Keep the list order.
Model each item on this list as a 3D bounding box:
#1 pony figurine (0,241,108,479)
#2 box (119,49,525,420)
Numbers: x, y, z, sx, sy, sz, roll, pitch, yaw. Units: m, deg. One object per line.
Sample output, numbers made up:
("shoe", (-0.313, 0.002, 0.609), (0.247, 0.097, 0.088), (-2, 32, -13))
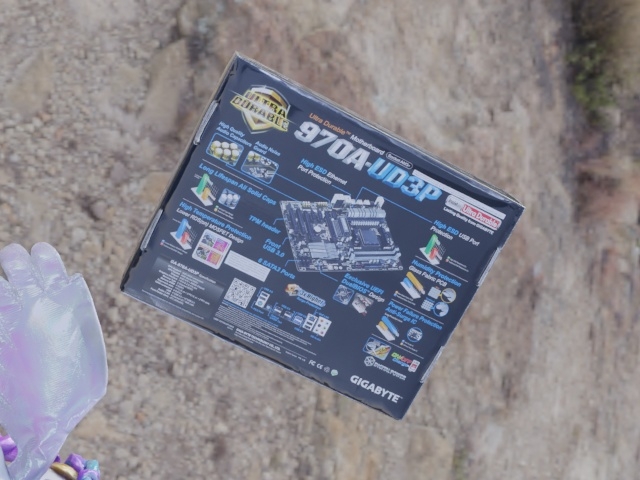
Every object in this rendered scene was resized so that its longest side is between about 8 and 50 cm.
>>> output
("pony figurine", (-0.333, 0.220, 0.960), (0.363, 0.302, 0.351), (-77, 145, -76))
("box", (0.000, 0.000, 0.690), (0.175, 0.220, 0.051), (-62, -169, 11))
